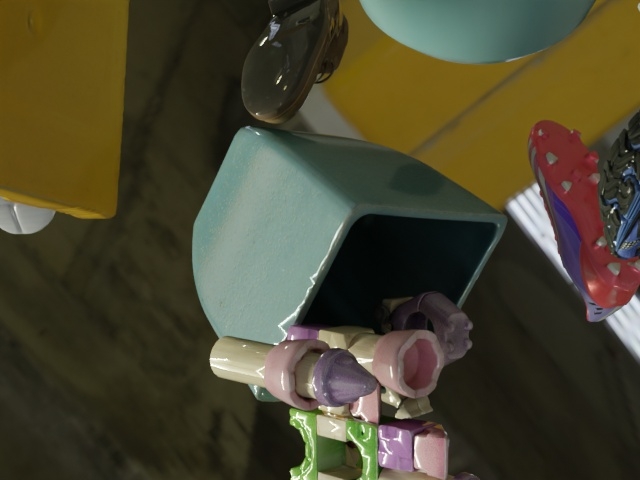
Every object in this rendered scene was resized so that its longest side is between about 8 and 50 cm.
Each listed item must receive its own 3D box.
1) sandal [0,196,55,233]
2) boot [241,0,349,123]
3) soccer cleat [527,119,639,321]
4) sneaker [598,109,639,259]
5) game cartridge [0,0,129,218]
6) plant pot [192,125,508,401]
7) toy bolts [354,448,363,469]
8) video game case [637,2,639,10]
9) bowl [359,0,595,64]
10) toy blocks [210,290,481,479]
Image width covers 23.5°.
[{"bbox_3d":[-0.386,-0.140,1.986,0.076,0.102,0.265,-63,-29,-67],"label":"sandal"},{"bbox_3d":[-0.015,-0.226,1.872,0.115,0.112,0.305,57,-151,-32],"label":"boot"},{"bbox_3d":[0.284,-0.026,1.731,0.083,0.095,0.248,-2,-127,-29],"label":"soccer cleat"},{"bbox_3d":[0.276,-0.075,1.101,0.087,0.221,0.083,27,-159,-10],"label":"sneaker"},{"bbox_3d":[-0.253,-0.177,1.252,0.323,0.052,0.285,20,-109,-69],"label":"game cartridge"},{"bbox_3d":[0.000,0.000,1.694,0.247,0.247,0.252,3,-147,-45],"label":"plant pot"},{"bbox_3d":[0.057,0.388,2.036,0.158,0.228,0.218,23,-165,-19],"label":"toy bolts"},{"bbox_3d":[0.420,-0.213,1.438,0.023,0.193,0.212,27,-150,-44],"label":"video game case"},{"bbox_3d":[0.147,-0.281,1.433,0.163,0.311,0.311,88,166,-45],"label":"bowl"},{"bbox_3d":[0.085,0.214,1.487,0.309,0.260,0.289,-8,-79,-47],"label":"toy blocks"}]
